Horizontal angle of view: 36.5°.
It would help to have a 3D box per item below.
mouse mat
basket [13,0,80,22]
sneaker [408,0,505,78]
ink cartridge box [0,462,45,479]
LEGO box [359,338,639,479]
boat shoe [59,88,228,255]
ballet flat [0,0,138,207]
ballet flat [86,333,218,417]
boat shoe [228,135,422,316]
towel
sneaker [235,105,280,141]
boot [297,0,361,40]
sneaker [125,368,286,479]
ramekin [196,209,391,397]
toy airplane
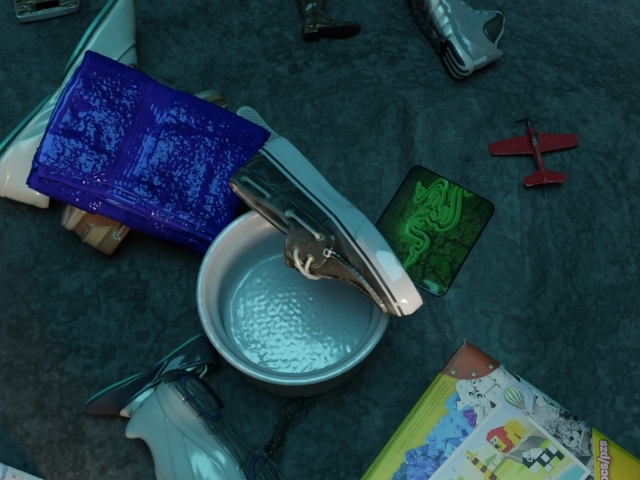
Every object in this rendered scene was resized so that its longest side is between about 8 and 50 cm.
[{"bbox_3d":[0.170,-0.019,1.530,0.152,0.007,0.190,28,68,13],"label":"mouse mat"},{"bbox_3d":[-0.495,-0.483,1.690,0.113,0.103,0.167,-14,65,-7],"label":"basket"},{"bbox_3d":[0.242,-0.392,1.667,0.132,0.086,0.229,-21,77,-14],"label":"sneaker"},{"bbox_3d":[-0.448,0.353,1.334,0.122,0.052,0.089,18,67,9],"label":"ink cartridge box"},{"bbox_3d":[0.182,0.443,1.214,0.372,0.193,0.500,34,70,14],"label":"LEGO box"},{"bbox_3d":[-0.257,-0.105,1.520,0.116,0.123,0.324,46,75,-5],"label":"boat shoe"},{"bbox_3d":[-0.381,-0.220,1.571,0.139,0.139,0.400,28,72,12],"label":"ballet flat"},{"bbox_3d":[-0.235,0.210,1.391,0.203,0.074,0.074,-30,69,-15],"label":"ballet flat"},{"bbox_3d":[0.000,0.000,1.326,0.119,0.121,0.335,-39,60,-8],"label":"boat shoe"},{"bbox_3d":[-0.246,-0.126,1.424,0.308,0.076,0.228,23,79,-13],"label":"towel"},{"bbox_3d":[-0.100,-0.154,1.574,0.051,0.070,0.134,-43,101,-26],"label":"sneaker"},{"bbox_3d":[0.012,-0.405,1.694,0.106,0.037,0.114,-5,61,-5],"label":"boot"},{"bbox_3d":[-0.147,0.321,1.332,0.129,0.111,0.297,-42,80,15],"label":"sneaker"},{"bbox_3d":[-0.034,0.093,1.408,0.277,0.135,0.277,0,65,1],"label":"ramekin"},{"bbox_3d":[0.349,-0.139,1.572,0.151,0.028,0.151,-1,65,2],"label":"toy airplane"}]
